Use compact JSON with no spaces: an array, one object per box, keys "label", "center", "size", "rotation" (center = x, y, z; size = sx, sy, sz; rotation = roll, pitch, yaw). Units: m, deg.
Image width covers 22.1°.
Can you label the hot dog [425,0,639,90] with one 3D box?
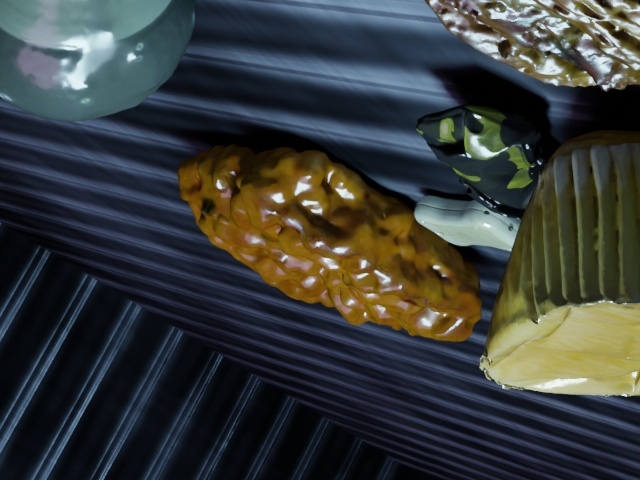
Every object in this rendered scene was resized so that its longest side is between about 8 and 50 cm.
[{"label":"hot dog","center":[0.139,-0.151,0.913],"size":[0.227,0.099,0.160],"rotation":[31,166,-14]}]

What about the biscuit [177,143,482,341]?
[{"label":"biscuit","center":[0.000,0.000,1.811],"size":[0.318,0.110,0.312],"rotation":[32,168,-28]}]

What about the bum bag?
[{"label":"bum bag","center":[0.149,-0.064,1.347],"size":[0.106,0.060,0.232],"rotation":[9,165,25]}]

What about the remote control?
[{"label":"remote control","center":[0.149,-0.018,1.613],"size":[0.074,0.032,0.122],"rotation":[33,167,-33]}]

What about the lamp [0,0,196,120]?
[{"label":"lamp","center":[-0.158,-0.211,1.173],"size":[0.182,0.182,0.314],"rotation":[27,143,-10]}]

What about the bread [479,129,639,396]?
[{"label":"bread","center":[0.233,0.018,1.259],"size":[0.204,0.156,0.288],"rotation":[5,160,0]}]
